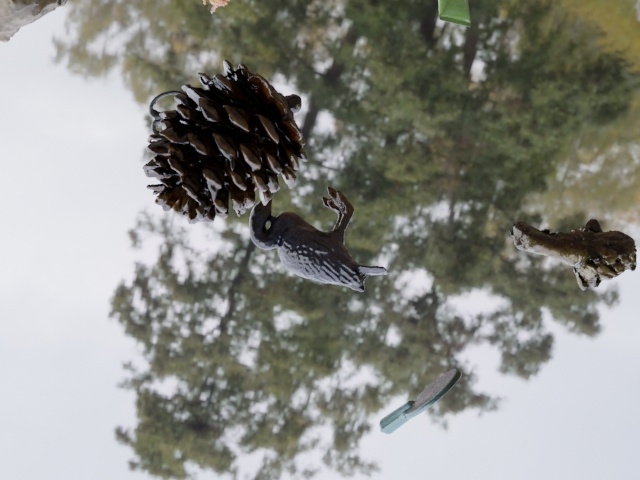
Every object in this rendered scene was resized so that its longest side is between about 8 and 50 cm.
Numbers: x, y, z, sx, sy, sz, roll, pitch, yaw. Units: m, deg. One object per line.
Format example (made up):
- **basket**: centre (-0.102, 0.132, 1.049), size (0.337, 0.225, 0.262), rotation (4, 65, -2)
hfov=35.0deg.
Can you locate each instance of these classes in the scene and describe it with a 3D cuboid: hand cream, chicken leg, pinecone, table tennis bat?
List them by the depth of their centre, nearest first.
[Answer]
- **pinecone**: centre (-0.144, -0.143, 1.529), size (0.272, 0.224, 0.224), rotation (-38, -138, -7)
- **chicken leg**: centre (0.391, 0.018, 1.549), size (0.196, 0.080, 0.125), rotation (-4, -140, -26)
- **hand cream**: centre (0.270, -0.533, 2.100), size (0.095, 0.175, 0.046), rotation (2, 172, -41)
- **table tennis bat**: centre (0.219, 0.360, 2.240), size (0.040, 0.244, 0.153), rotation (49, -147, 1)

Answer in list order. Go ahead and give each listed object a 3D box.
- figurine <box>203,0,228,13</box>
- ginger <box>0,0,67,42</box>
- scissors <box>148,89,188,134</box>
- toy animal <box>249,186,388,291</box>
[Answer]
- **figurine**: centre (-0.196, -0.455, 1.891), size (0.047, 0.064, 0.109), rotation (9, -171, -15)
- **ginger**: centre (-0.412, -0.374, 1.253), size (0.123, 0.219, 0.270), rotation (44, -175, 39)
- **scissors**: centre (-0.198, -0.265, 2.071), size (0.300, 0.109, 0.022), rotation (-9, -157, -9)
- **toy animal**: centre (0.000, 0.000, 2.069), size (0.298, 0.185, 0.122), rotation (42, 166, -7)
